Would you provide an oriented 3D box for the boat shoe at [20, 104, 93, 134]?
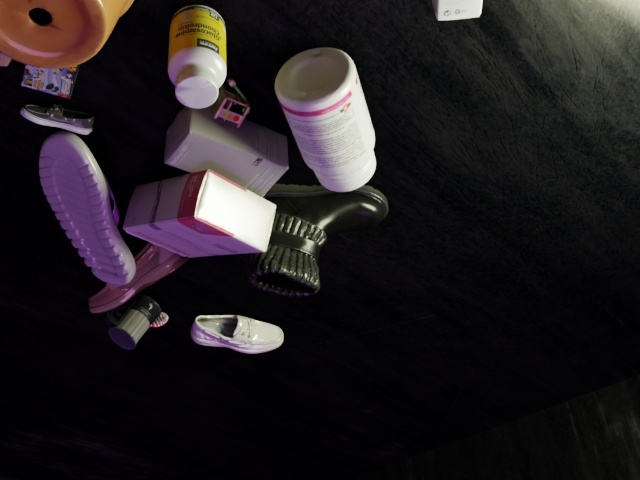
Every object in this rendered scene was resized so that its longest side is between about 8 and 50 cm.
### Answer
[{"bbox_3d":[-0.531,-0.254,1.539,0.142,0.049,0.040,13,121,-26],"label":"boat shoe"}]

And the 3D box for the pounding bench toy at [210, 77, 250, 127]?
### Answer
[{"bbox_3d":[-0.173,-0.282,1.538,0.065,0.052,0.083,18,122,-30],"label":"pounding bench toy"}]

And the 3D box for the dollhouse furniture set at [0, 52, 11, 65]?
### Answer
[{"bbox_3d":[-0.592,-0.359,1.365,0.081,0.091,0.114,31,135,-20],"label":"dollhouse furniture set"}]

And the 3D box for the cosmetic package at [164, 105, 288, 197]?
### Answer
[{"bbox_3d":[-0.199,-0.194,1.615,0.238,0.107,0.127,15,142,-30],"label":"cosmetic package"}]

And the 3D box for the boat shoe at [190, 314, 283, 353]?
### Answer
[{"bbox_3d":[-0.240,0.267,2.235,0.277,0.098,0.096,4,143,-11],"label":"boat shoe"}]

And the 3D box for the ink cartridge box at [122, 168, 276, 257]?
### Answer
[{"bbox_3d":[-0.273,-0.052,1.692,0.283,0.117,0.207,-5,156,44],"label":"ink cartridge box"}]

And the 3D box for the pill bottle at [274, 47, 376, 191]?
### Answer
[{"bbox_3d":[0.021,-0.235,1.541,0.160,0.160,0.283,-13,143,9],"label":"pill bottle"}]

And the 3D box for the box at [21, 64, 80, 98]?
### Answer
[{"bbox_3d":[-0.507,-0.336,1.440,0.094,0.027,0.137,14,139,-23],"label":"box"}]

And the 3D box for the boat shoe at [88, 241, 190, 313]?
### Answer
[{"bbox_3d":[-0.485,0.079,1.953,0.341,0.121,0.110,-30,100,25],"label":"boat shoe"}]

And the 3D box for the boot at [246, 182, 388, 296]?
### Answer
[{"bbox_3d":[-0.001,0.003,1.773,0.348,0.260,0.131,-1,143,-6],"label":"boot"}]

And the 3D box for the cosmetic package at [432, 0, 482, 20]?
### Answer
[{"bbox_3d":[0.227,-0.495,1.256,0.085,0.117,0.231,-6,145,0],"label":"cosmetic package"}]

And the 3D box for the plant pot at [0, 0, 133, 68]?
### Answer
[{"bbox_3d":[-0.432,-0.412,1.202,0.291,0.203,0.291,-3,144,-2],"label":"plant pot"}]

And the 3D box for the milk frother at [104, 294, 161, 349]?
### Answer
[{"bbox_3d":[-0.538,0.232,2.114,0.129,0.135,0.143,31,136,3],"label":"milk frother"}]

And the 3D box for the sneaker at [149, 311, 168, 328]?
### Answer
[{"bbox_3d":[-0.495,0.239,2.217,0.119,0.047,0.057,-18,169,9],"label":"sneaker"}]

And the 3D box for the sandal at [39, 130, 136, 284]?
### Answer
[{"bbox_3d":[-0.519,-0.078,1.726,0.169,0.102,0.416,8,130,19],"label":"sandal"}]

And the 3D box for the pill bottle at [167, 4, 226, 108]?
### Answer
[{"bbox_3d":[-0.220,-0.327,1.360,0.103,0.184,0.103,-4,144,-3],"label":"pill bottle"}]
